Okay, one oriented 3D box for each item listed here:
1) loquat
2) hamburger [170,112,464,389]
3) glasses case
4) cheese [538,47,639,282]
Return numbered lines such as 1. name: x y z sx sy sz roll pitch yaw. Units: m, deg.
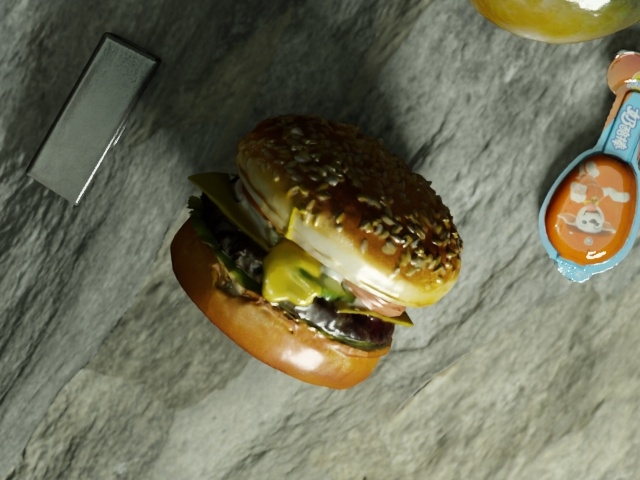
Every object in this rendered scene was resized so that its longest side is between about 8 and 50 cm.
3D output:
1. loquat: 0.249 -0.287 1.685 0.227 0.179 0.179 14 100 17
2. hamburger: 0.000 0.000 1.722 0.291 0.291 0.225 37 108 3
3. glasses case: -0.253 -0.137 1.856 0.072 0.042 0.191 31 101 -3
4. cheese: 0.309 -0.076 1.776 0.106 0.037 0.256 21 101 4
